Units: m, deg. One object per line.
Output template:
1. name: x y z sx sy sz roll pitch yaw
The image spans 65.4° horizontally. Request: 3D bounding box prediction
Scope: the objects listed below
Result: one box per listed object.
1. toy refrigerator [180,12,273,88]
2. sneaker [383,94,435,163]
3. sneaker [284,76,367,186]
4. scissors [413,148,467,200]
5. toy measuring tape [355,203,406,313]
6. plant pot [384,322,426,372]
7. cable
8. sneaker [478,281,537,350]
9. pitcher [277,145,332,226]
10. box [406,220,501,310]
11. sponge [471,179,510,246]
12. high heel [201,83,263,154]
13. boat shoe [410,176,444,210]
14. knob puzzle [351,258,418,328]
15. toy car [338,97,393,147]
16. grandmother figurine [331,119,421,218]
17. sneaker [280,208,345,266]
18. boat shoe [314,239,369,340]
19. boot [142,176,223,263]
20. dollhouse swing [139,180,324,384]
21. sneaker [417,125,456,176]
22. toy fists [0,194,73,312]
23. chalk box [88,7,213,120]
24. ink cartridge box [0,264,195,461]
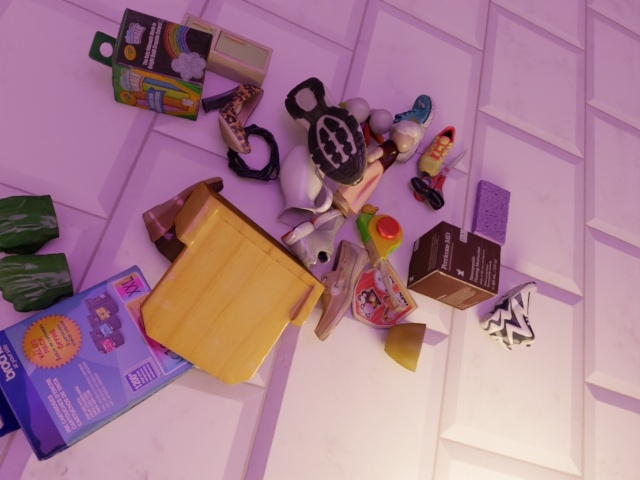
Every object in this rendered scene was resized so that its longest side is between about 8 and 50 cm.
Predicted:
1. toy refrigerator: -0.284 -0.555 1.469 0.269 0.094 0.102 19 66 -13
2. sneaker: 0.289 -0.380 1.614 0.109 0.107 0.275 33 63 -12
3. sneaker: 0.049 -0.291 1.403 0.182 0.158 0.411 35 25 -50
4. scissors: 0.402 -0.229 1.655 0.109 0.021 0.297 34 65 -4
5. toy measuring tape: 0.201 0.039 1.420 0.121 0.121 0.330 -12 69 -24
6. plant pot: 0.227 0.280 1.356 0.095 0.134 0.134 13 64 12
7. cable: -0.192 -0.252 1.428 0.150 0.047 0.185 -1 68 -13
8. sneaker: 0.611 0.242 1.526 0.235 0.094 0.153 -35 88 -27
9. pitcher: -0.034 -0.159 1.378 0.125 0.177 0.207 29 57 -46
10. box: 0.387 0.078 1.452 0.203 0.167 0.169 22 61 -13
11. sponge: 0.571 -0.092 1.665 0.117 0.031 0.210 22 66 -13
12. high heel: -0.199 -0.347 1.396 0.186 0.093 0.261 -23 58 -21
13. boat shoe: 0.339 -0.154 1.573 0.049 0.042 0.133 -42 88 -25
14. knob puzzle: 0.170 0.164 1.420 0.213 0.030 0.213 7 69 -19
15. toy car: 0.127 -0.357 1.544 0.181 0.159 0.136 22 101 -13
16. grandmother figurine: 0.165 -0.216 1.456 0.104 0.208 0.342 43 84 1
17. sneaker: 0.000 0.000 1.347 0.262 0.099 0.121 -29 87 -54
18. boat shoe: 0.038 0.128 1.344 0.098 0.109 0.302 29 58 -3
19. boot: -0.312 -0.032 1.293 0.248 0.090 0.207 -37 100 -31
20. dollhouse swing: -0.229 0.101 1.184 0.346 0.315 0.305 39 90 -24
21. sneaker: 0.383 -0.297 1.625 0.081 0.094 0.209 28 61 5
22. toy fists: -0.659 0.026 1.118 0.142 0.096 0.279 -11 74 -34
23. chalk box: -0.453 -0.468 1.328 0.288 0.179 0.181 11 68 -16
24. ink cartridge box: -0.510 0.267 1.058 0.395 0.151 0.270 -30 84 -26
